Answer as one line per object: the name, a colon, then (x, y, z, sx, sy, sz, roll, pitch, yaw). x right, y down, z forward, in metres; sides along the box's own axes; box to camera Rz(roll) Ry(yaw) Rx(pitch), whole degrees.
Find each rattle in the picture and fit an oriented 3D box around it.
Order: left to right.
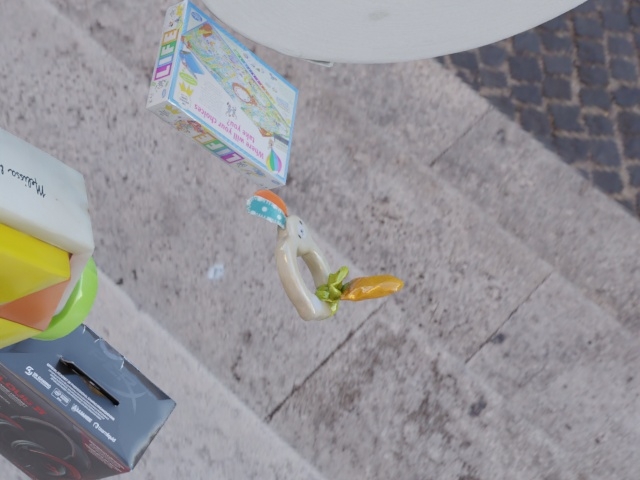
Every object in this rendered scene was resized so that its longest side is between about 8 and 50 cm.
rattle: (0.000, 0.000, 1.499, 0.130, 0.143, 0.199, -7, 75, -49)

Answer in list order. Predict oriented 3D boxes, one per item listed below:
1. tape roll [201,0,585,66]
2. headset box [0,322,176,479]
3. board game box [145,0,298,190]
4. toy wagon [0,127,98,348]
tape roll: (0.086, -0.255, 0.742, 0.392, 0.392, 0.072, -8, 66, -11)
headset box: (-0.333, 0.193, 1.377, 0.218, 0.293, 0.110, 44, 54, -17)
board game box: (-0.082, -0.124, 0.974, 0.026, 0.154, 0.103, -14, 57, 35)
toy wagon: (-0.275, 0.029, 0.492, 0.344, 0.267, 0.068, -21, 68, 16)
